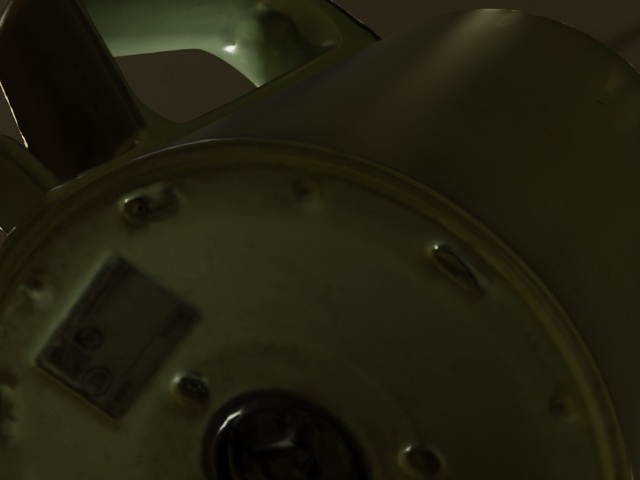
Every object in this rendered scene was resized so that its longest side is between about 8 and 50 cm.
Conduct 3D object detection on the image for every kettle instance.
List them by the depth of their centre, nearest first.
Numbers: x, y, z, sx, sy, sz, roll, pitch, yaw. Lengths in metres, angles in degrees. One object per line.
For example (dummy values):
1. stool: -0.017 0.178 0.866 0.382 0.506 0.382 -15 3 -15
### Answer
1. kettle: 0.000 0.000 0.746 0.361 0.250 0.376 37 -155 5
